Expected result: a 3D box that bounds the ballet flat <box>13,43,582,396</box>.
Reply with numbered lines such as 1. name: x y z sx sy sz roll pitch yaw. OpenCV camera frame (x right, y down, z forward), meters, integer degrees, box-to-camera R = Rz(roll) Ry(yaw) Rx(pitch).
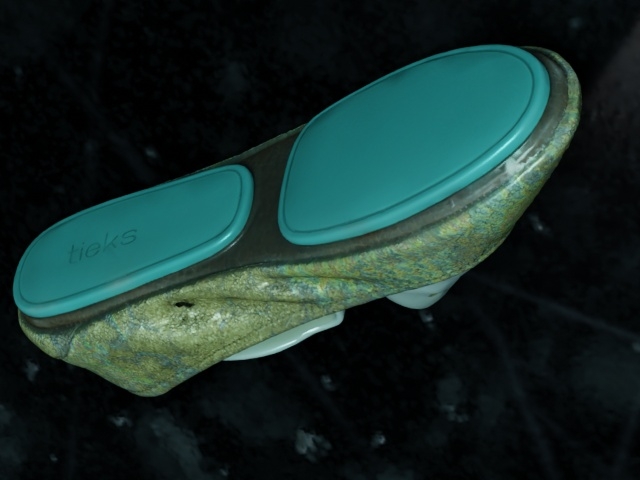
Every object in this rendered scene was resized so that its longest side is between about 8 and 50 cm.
1. ballet flat: 0.000 0.000 1.004 0.348 0.123 0.123 -20 110 32
